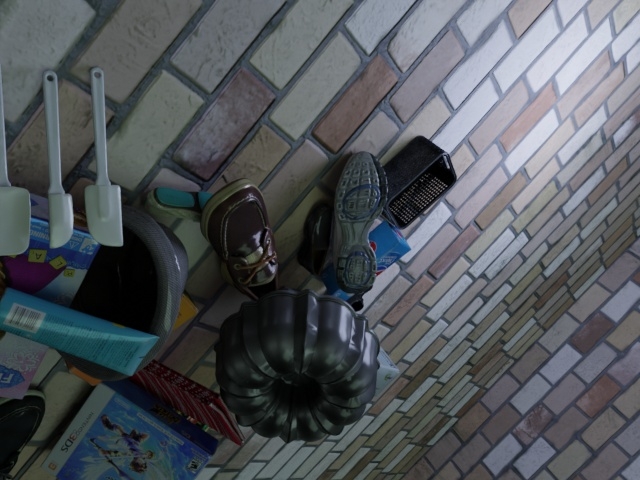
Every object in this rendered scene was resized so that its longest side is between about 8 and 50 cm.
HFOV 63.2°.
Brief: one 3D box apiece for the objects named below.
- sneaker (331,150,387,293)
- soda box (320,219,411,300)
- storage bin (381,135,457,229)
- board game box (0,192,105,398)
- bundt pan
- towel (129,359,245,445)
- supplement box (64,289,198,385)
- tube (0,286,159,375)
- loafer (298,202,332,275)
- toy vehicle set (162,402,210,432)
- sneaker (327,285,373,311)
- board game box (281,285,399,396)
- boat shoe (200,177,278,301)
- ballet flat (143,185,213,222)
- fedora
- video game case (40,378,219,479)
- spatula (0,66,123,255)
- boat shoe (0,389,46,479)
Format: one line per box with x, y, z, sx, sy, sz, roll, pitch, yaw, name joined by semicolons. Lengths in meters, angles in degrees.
0.063;-0.042;1.102;0.111;0.129;0.297;4;105;-16;sneaker
0.102;0.050;1.213;0.210;0.071;0.067;-41;144;19;soda box
0.202;-0.127;1.159;0.180;0.084;0.122;-41;142;-1;storage bin
-0.507;0.059;0.688;0.319;0.066;0.318;20;111;-34;board game box
-0.044;0.259;0.979;0.331;0.124;0.330;0;121;0;bundt pan
-0.282;0.301;1.015;0.031;0.275;0.199;-54;150;-33;towel
-0.349;0.160;0.959;0.233;0.080;0.078;-34;142;-8;supplement box
-0.337;0.128;0.717;0.207;0.052;0.080;29;112;-27;tube
0.000;0.000;1.121;0.062;0.061;0.170;-13;132;-31;loafer
-0.397;0.461;1.178;0.267;0.035;0.166;-42;123;-6;toy vehicle set
0.084;0.146;1.307;0.170;0.089;0.051;-6;128;-37;sneaker
0.030;0.246;1.248;0.097;0.224;0.303;-48;141;10;board game box
-0.121;0.023;0.924;0.123;0.123;0.342;-35;158;-22;boat shoe
-0.224;-0.057;0.896;0.168;0.057;0.052;14;144;-43;ballet flat
-0.308;0.071;0.834;0.275;0.244;0.124;-69;165;14;fedora
-0.388;0.436;1.060;0.244;0.269;0.061;-53;-175;13;video game case
-0.342;-0.107;0.660;0.168;0.019;0.242;-5;94;-36;spatula
-0.618;0.419;0.939;0.340;0.113;0.127;-42;141;-1;boat shoe
